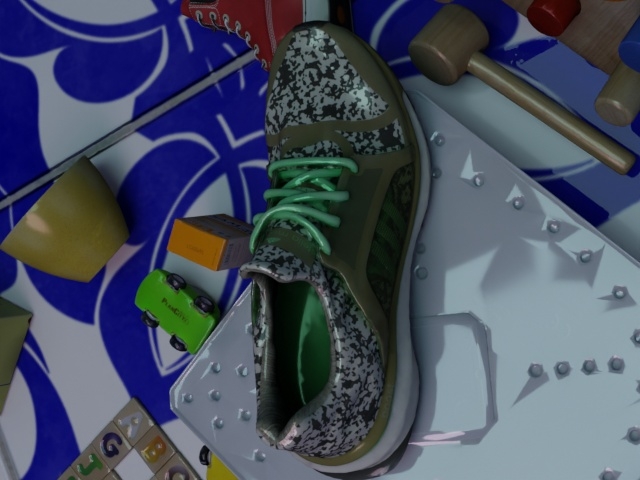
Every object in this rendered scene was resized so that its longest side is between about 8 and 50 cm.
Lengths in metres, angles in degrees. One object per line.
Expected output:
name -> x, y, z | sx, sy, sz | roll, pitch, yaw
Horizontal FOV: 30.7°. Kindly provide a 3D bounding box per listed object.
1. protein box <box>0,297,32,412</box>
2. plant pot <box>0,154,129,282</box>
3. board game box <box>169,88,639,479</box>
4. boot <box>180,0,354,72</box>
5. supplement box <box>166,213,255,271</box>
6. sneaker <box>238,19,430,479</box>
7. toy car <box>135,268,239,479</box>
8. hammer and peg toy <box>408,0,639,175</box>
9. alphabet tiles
protein box -> -0.475, 0.110, 1.294 | 0.201, 0.200, 0.136 | 24, 100, 22
plant pot -> -0.263, -0.011, 1.251 | 0.095, 0.134, 0.134 | 43, 108, -8
board game box -> 0.106, 0.126, 1.058 | 0.390, 0.050, 0.390 | 41, 100, 22
boot -> -0.058, -0.193, 1.173 | 0.176, 0.088, 0.244 | -7, 81, 25
supplement box -> -0.102, 0.000, 1.184 | 0.062, 0.098, 0.036 | 22, 103, 21
sneaker -> 0.000, 0.000, 0.991 | 0.158, 0.182, 0.410 | -7, 80, 22
toy car -> -0.096, 0.109, 1.208 | 0.225, 0.053, 0.239 | 39, 105, 19
hammer and peg toy -> 0.217, -0.211, 0.960 | 0.266, 0.361, 0.127 | 35, 72, 2
alphabet tiles -> -0.193, 0.325, 1.278 | 0.198, 0.009, 0.237 | -47, 73, 17
